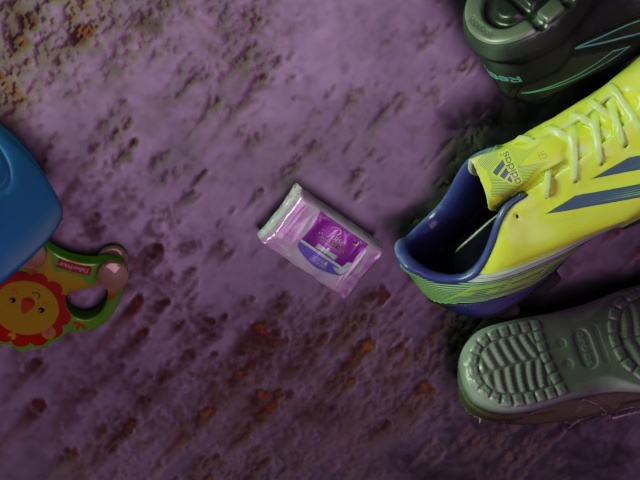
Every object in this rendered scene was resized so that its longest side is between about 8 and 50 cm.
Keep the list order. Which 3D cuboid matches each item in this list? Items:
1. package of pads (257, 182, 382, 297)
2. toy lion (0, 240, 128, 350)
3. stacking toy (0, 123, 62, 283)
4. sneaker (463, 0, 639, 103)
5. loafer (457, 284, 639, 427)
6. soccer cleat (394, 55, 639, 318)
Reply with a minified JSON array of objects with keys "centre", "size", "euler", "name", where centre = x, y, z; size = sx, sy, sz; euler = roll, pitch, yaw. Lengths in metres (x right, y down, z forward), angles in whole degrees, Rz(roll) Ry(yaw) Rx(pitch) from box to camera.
[{"centre":[0.000,0.000,1.208],"size":[0.083,0.032,0.050],"euler":[34,103,-20],"name":"package of pads"},{"centre":[-0.200,0.041,1.192],"size":[0.100,0.034,0.096],"euler":[15,114,-15],"name":"toy lion"},{"centre":[-0.329,0.044,1.117],"size":[0.175,0.166,0.302],"euler":[37,112,-5],"name":"stacking toy"},{"centre":[0.220,-0.199,1.153],"size":[0.267,0.101,0.106],"euler":[-35,141,-2],"name":"sneaker"},{"centre":[0.215,0.093,1.263],"size":[0.251,0.087,0.094],"euler":[-4,70,-17],"name":"loafer"},{"centre":[0.173,-0.050,1.154],"size":[0.121,0.093,0.289],"euler":[26,121,-37],"name":"soccer cleat"}]
